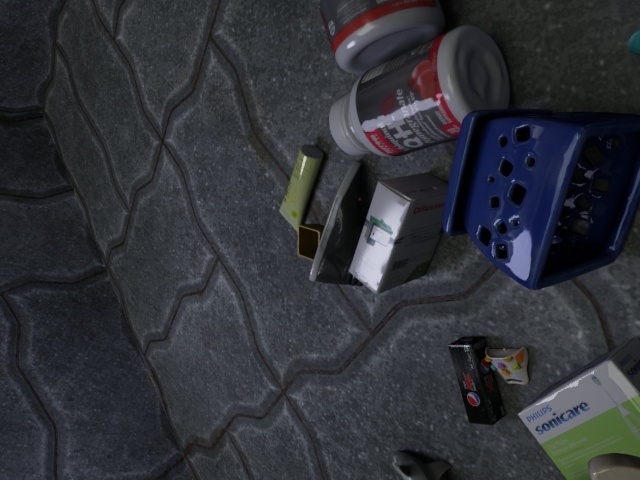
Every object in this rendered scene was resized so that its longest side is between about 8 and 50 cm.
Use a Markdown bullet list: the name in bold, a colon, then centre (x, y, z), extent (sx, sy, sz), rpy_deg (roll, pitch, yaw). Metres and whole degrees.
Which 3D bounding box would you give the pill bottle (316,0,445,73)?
- **pill bottle**: centre (0.079, -0.518, 0.968), extent (0.210, 0.210, 0.362), rpy_deg (-21, 85, 50)

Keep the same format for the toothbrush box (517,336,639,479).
- **toothbrush box**: centre (0.497, 0.332, 0.821), extent (0.283, 0.122, 0.206), rpy_deg (54, 135, 21)

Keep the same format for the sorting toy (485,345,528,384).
- **sorting toy**: centre (0.366, 0.247, 1.016), extent (0.083, 0.045, 0.075), rpy_deg (-16, 108, 50)

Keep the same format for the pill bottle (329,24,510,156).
- **pill bottle**: centre (0.166, -0.254, 0.974), extent (0.319, 0.176, 0.176), rpy_deg (-9, 95, 51)

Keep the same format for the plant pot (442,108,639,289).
- **plant pot**: centre (0.334, -0.088, 0.804), extent (0.212, 0.236, 0.235), rpy_deg (32, 124, 47)

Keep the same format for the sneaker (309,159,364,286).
- **sneaker**: centre (0.085, -0.028, 1.211), extent (0.147, 0.104, 0.295), rpy_deg (17, 90, 1)

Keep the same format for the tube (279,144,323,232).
- **tube**: centre (-0.054, -0.133, 1.357), extent (0.070, 0.062, 0.240), rpy_deg (-86, 13, -47)

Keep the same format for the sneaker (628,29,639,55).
- **sneaker**: centre (0.486, -0.221, 0.659), extent (0.179, 0.124, 0.295), rpy_deg (16, 106, 40)

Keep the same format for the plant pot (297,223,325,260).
- **plant pot**: centre (0.000, 0.000, 1.313), extent (0.081, 0.083, 0.081), rpy_deg (19, 114, 45)

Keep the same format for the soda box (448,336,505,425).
- **soda box**: centre (0.317, 0.283, 1.063), extent (0.060, 0.053, 0.168), rpy_deg (-15, 89, 50)

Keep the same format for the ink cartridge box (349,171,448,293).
- **ink cartridge box**: centre (0.167, -0.018, 1.060), extent (0.093, 0.160, 0.219), rpy_deg (39, 127, 35)

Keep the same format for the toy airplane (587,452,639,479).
- **toy airplane**: centre (0.445, 0.448, 0.613), extent (0.386, 0.272, 0.384), rpy_deg (24, 132, 20)

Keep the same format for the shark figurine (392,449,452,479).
- **shark figurine**: centre (0.266, 0.566, 1.181), extent (0.278, 0.116, 0.166), rpy_deg (50, 168, 37)
